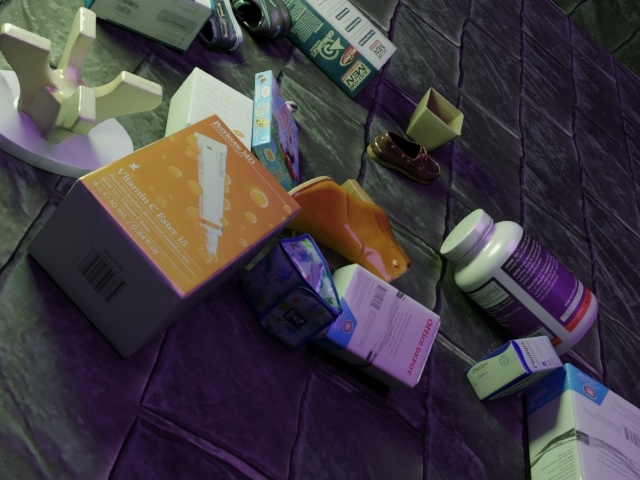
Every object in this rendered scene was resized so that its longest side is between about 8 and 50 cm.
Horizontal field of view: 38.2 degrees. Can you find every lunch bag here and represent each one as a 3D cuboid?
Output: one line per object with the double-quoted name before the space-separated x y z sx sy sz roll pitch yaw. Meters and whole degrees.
"lunch bag" -0.044 0.088 1.493 0.096 0.129 0.151 -16 69 -51

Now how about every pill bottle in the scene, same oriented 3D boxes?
"pill bottle" 0.410 0.086 1.929 0.323 0.181 0.181 42 35 -7

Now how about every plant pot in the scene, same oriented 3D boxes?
"plant pot" 0.267 -0.280 2.216 0.109 0.096 0.109 38 35 -13

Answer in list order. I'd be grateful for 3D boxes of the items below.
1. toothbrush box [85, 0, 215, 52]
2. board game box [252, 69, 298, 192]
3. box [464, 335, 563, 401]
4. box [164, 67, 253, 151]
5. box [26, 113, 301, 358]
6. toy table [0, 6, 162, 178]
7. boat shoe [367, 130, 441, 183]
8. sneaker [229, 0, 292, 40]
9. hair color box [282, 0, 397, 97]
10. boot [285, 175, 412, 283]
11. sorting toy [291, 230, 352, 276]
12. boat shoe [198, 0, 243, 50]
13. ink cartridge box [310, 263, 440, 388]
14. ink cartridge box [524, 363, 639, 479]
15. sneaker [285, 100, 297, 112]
"toothbrush box" -0.341 -0.541 1.805 0.216 0.126 0.296 17 45 -35
"board game box" -0.083 -0.193 1.740 0.160 0.039 0.212 64 16 -44
"box" 0.373 0.247 1.780 0.137 0.126 0.072 1 57 -46
"box" -0.199 -0.202 1.649 0.130 0.091 0.171 29 38 -25
"box" -0.220 -0.019 1.378 0.215 0.168 0.345 47 34 1
"toy table" -0.386 -0.220 1.412 0.274 0.161 0.252 9 49 -40
"boat shoe" 0.203 -0.187 2.080 0.206 0.073 0.073 17 43 -38
"sneaker" -0.166 -0.556 2.031 0.267 0.101 0.106 54 37 11
"hair color box" 0.005 -0.510 2.159 0.347 0.105 0.174 43 35 -5
"boot" 0.049 -0.003 1.622 0.211 0.104 0.295 56 32 13
"sorting toy" 0.000 0.000 1.699 0.132 0.046 0.275 32 38 -20
"boat shoe" -0.230 -0.475 1.911 0.083 0.065 0.183 -4 59 -50
"ink cartridge box" 0.092 0.149 1.573 0.190 0.082 0.140 33 67 -21
"ink cartridge box" 0.516 0.425 1.751 0.223 0.129 0.308 33 37 -19
"sneaker" -0.084 -0.257 1.881 0.109 0.040 0.044 -19 87 -49
